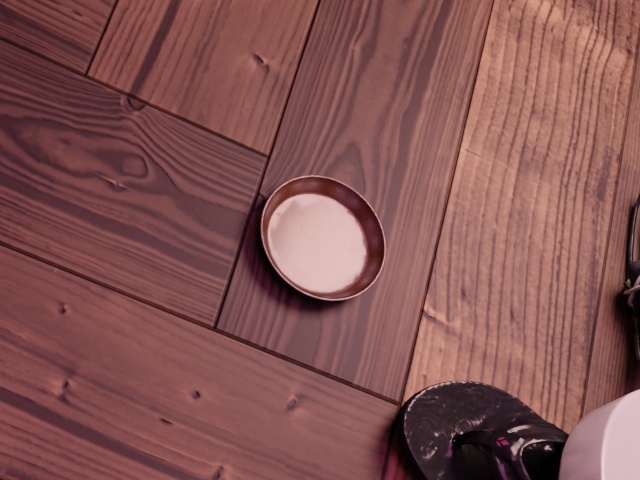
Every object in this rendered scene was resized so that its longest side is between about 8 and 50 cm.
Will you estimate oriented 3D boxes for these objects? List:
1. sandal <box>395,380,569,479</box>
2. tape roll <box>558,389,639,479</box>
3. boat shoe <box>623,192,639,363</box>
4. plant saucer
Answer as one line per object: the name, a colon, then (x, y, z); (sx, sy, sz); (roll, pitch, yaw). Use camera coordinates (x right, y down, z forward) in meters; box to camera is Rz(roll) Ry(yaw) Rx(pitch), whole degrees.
sandal: (0.295, 0.303, 1.528); (0.446, 0.107, 0.167); (34, 58, -9)
tape roll: (0.431, 0.364, 1.482); (0.392, 0.072, 0.392); (26, 47, -32)
boat shoe: (0.454, 0.053, 1.717); (0.091, 0.114, 0.302); (28, 47, -12)
plant saucer: (0.000, 0.000, 1.576); (0.168, 0.029, 0.168); (9, 65, -21)
